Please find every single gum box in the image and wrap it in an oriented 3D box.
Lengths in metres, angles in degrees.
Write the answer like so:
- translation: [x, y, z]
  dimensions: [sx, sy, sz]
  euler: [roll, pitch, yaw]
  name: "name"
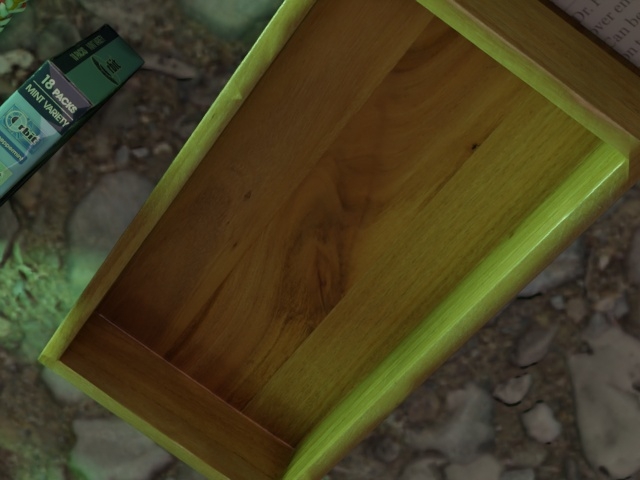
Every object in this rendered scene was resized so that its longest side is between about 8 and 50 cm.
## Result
- translation: [-0.203, -0.053, 0.873]
  dimensions: [0.184, 0.157, 0.041]
  euler: [-43, 99, 14]
  name: "gum box"

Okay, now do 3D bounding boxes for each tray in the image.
- translation: [0.000, 0.000, 0.837]
  dimensions: [0.203, 0.076, 0.411]
  euler: [36, 130, -6]
  name: "tray"

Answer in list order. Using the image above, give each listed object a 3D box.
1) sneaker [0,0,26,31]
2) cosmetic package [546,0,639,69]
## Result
- translation: [-0.216, -0.164, 0.887]
  dimensions: [0.084, 0.069, 0.185]
  euler: [14, 108, 5]
  name: "sneaker"
- translation: [0.113, -0.287, 0.728]
  dimensions: [0.453, 0.161, 0.230]
  euler: [36, 130, -10]
  name: "cosmetic package"
